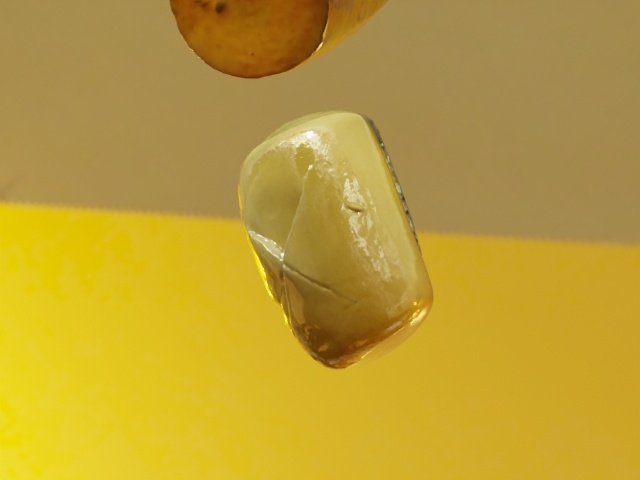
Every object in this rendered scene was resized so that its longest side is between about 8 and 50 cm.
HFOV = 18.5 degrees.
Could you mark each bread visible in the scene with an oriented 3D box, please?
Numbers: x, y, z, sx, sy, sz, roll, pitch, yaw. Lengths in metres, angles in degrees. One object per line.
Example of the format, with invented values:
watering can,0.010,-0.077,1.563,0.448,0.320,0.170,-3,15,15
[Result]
bread,0.000,0.000,0.871,0.082,0.056,0.115,-24,-102,45

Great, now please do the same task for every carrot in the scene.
carrot,0.003,-0.194,1.182,0.138,0.302,0.139,10,-63,20
